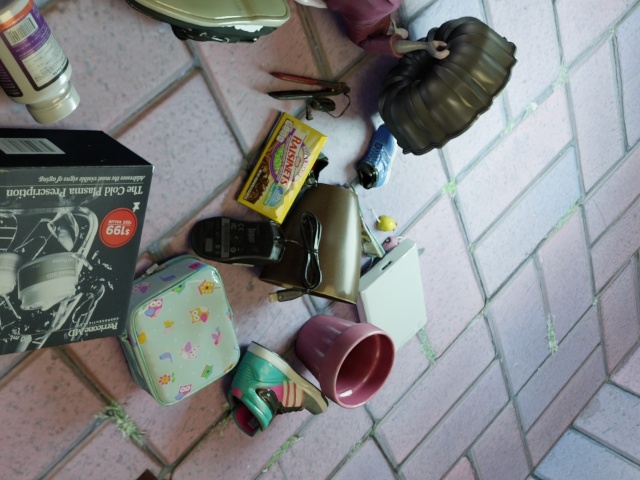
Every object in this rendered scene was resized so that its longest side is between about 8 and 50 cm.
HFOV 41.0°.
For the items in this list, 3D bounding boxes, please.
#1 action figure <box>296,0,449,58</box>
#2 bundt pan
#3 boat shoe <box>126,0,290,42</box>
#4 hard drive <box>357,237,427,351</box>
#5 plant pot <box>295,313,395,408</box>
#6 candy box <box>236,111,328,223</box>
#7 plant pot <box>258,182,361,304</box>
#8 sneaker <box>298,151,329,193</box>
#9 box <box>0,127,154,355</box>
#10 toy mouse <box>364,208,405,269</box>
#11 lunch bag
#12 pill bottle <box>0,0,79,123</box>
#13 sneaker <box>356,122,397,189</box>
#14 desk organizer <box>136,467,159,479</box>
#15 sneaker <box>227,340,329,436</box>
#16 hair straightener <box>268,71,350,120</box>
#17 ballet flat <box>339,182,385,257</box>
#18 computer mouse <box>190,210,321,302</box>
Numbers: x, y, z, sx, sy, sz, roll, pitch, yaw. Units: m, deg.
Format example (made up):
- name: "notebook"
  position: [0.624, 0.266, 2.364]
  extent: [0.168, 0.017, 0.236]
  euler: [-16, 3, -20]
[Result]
- name: "action figure"
  position: [0.081, -0.446, 1.666]
  extent: [0.276, 0.248, 0.370]
  euler: [-22, 161, 4]
- name: "bundt pan"
  position: [0.248, -0.343, 1.816]
  extent: [0.124, 0.331, 0.331]
  euler: [39, 80, -24]
- name: "boat shoe"
  position: [-0.207, -0.391, 1.466]
  extent: [0.340, 0.127, 0.113]
  euler: [-15, 164, -48]
- name: "hard drive"
  position: [0.182, 0.163, 2.176]
  extent: [0.203, 0.040, 0.307]
  euler: [-40, 140, -24]
- name: "plant pot"
  position: [0.045, 0.266, 2.009]
  extent: [0.201, 0.180, 0.201]
  euler: [-22, 125, -36]
- name: "candy box"
  position: [-0.078, -0.147, 1.745]
  extent: [0.105, 0.027, 0.206]
  euler: [28, 90, -16]
- name: "plant pot"
  position: [0.000, 0.000, 1.831]
  extent: [0.215, 0.215, 0.230]
  euler: [21, 81, -49]
- name: "sneaker"
  position: [-0.044, -0.129, 1.792]
  extent: [0.162, 0.073, 0.063]
  euler: [-52, 138, -12]
- name: "box"
  position: [-0.470, -0.001, 1.338]
  extent: [0.343, 0.179, 0.312]
  euler: [-6, 119, -43]
- name: "toy mouse"
  position: [0.152, 0.012, 2.096]
  extent: [0.161, 0.031, 0.143]
  euler: [20, 96, -49]
- name: "lunch bag"
  position: [-0.288, 0.174, 1.679]
  extent: [0.224, 0.108, 0.279]
  euler: [-29, 127, -26]
- name: "pill bottle"
  position: [-0.443, -0.274, 1.286]
  extent: [0.108, 0.108, 0.193]
  euler: [-43, 135, -21]
- name: "sneaker"
  position: [0.124, -0.187, 1.942]
  extent: [0.084, 0.058, 0.152]
  euler: [-25, 134, -45]
- name: "desk organizer"
  position: [-0.391, 0.556, 1.820]
  extent: [0.130, 0.050, 0.047]
  euler: [-45, 136, -19]
- name: "sneaker"
  position: [-0.108, 0.373, 1.952]
  extent: [0.178, 0.124, 0.295]
  euler: [-56, 131, -14]
- name: "hair straightener"
  position: [-0.018, -0.292, 1.763]
  extent: [0.230, 0.047, 0.089]
  euler: [-6, 115, -48]
- name: "ballet flat"
  position: [0.076, -0.034, 1.974]
  extent: [0.079, 0.077, 0.221]
  euler: [-31, 127, -3]
- name: "computer mouse"
  position: [-0.124, 0.041, 1.703]
  extent: [0.262, 0.184, 0.060]
  euler: [-4, 160, -10]
